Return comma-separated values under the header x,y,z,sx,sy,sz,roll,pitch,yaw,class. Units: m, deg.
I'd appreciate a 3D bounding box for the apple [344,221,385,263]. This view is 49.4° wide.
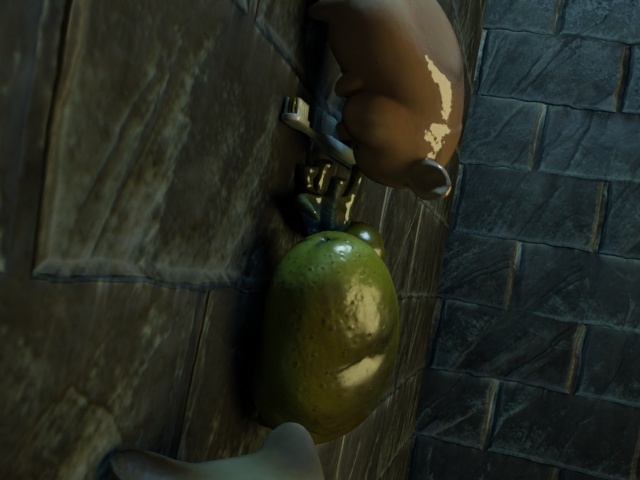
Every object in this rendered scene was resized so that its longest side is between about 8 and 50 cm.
x,y,z,sx,sy,sz,roll,pitch,yaw,class
0.058,0.014,1.047,0.089,0.075,0.089,-7,90,-87,apple

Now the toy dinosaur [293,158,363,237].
x,y,z,sx,sy,sz,roll,pitch,yaw,class
0.000,0.000,0.850,0.247,0.075,0.188,-52,151,-71,toy dinosaur

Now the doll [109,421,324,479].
x,y,z,sx,sy,sz,roll,pitch,yaw,class
-0.072,0.355,0.550,0.215,0.226,0.370,1,105,-35,doll

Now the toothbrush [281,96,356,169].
x,y,z,sx,sy,sz,roll,pitch,yaw,class
0.014,-0.126,0.902,0.342,0.025,0.030,17,80,-73,toothbrush

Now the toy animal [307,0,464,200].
x,y,z,sx,sy,sz,roll,pitch,yaw,class
0.089,-0.178,0.807,0.166,0.154,0.250,-47,128,-57,toy animal

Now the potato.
x,y,z,sx,sy,sz,roll,pitch,yaw,class
0.005,0.108,0.765,0.169,0.144,0.248,-25,128,-47,potato
